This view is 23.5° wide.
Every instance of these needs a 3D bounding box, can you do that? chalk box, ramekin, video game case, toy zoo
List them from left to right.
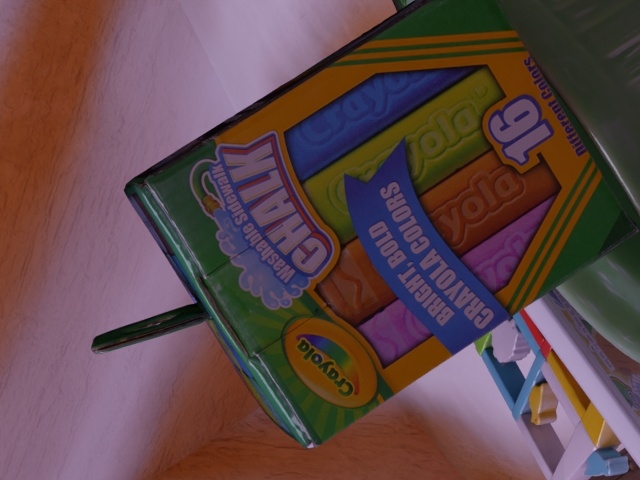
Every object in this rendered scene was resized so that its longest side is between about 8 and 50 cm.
[{"bbox_3d":[0.000,0.000,0.903,0.179,0.289,0.180,57,174,-6],"label":"chalk box"},{"bbox_3d":[0.222,0.105,1.470,0.192,0.030,0.293,107,148,-41],"label":"toy zoo"},{"bbox_3d":[0.200,-0.079,0.996,0.303,0.148,0.303,55,173,10],"label":"ramekin"},{"bbox_3d":[0.246,0.051,1.186,0.227,0.206,0.026,55,134,13],"label":"video game case"}]

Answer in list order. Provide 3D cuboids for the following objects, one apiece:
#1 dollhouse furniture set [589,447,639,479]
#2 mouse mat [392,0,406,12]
[{"bbox_3d":[0.244,0.119,1.509,0.355,0.174,0.303,57,173,-9],"label":"dollhouse furniture set"},{"bbox_3d":[0.116,-0.207,1.597,0.152,0.007,0.190,48,168,52],"label":"mouse mat"}]
